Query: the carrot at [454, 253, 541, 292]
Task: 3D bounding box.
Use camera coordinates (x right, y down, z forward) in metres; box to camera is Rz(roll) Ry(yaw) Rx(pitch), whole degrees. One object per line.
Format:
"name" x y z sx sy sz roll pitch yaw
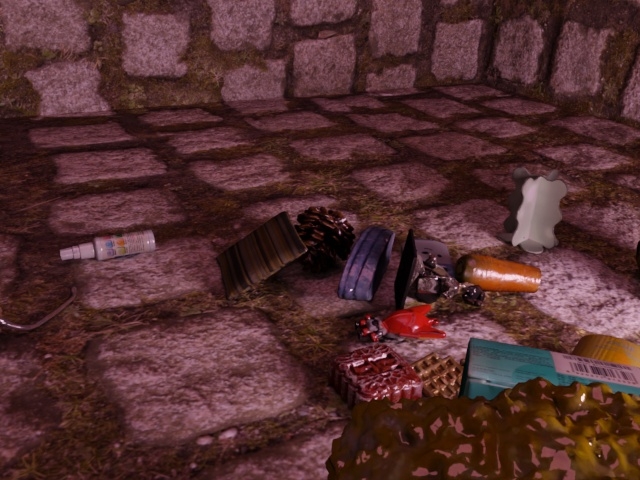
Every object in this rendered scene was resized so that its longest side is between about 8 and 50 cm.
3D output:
"carrot" 0.409 0.081 1.423 0.194 0.087 0.087 11 25 -9

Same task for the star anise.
"star anise" -0.603 0.164 1.220 0.148 0.218 0.227 -17 -29 28

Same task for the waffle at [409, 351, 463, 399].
"waffle" 0.220 0.250 1.093 0.092 0.021 0.135 -26 34 -14

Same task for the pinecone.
"pinecone" 0.000 0.000 1.476 0.174 0.173 0.173 2 26 -1

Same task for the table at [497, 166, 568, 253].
"table" 0.575 -0.089 1.653 0.167 0.198 0.166 2 26 -1

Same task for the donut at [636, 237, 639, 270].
"donut" 0.830 -0.024 1.382 0.170 0.360 0.360 12 27 13

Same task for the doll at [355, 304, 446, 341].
"doll" 0.157 0.169 1.237 0.169 0.057 0.109 0 28 -9

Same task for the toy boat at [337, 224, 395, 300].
"toy boat" 0.102 0.056 1.390 0.078 0.127 0.283 15 27 12

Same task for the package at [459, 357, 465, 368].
"package" 0.312 0.259 1.098 0.108 0.031 0.120 2 33 0

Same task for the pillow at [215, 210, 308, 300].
"pillow" -0.141 0.033 1.418 0.212 0.052 0.208 -32 32 1

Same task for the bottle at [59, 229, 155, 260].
"bottle" -0.513 0.016 1.485 0.217 0.060 0.060 -9 28 -26

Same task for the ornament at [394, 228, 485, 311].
"ornament" 0.273 0.086 1.348 0.196 0.153 0.166 12 26 -2

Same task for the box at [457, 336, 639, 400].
"box" 0.247 0.285 0.716 0.205 0.311 0.118 9 17 14

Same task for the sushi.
"sushi" 0.147 0.322 0.538 0.352 0.396 0.240 -3 28 13

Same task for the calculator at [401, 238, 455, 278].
"calculator" 0.263 0.054 1.509 0.121 0.039 0.210 2 26 2

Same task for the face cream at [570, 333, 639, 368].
"face cream" 0.479 0.259 1.054 0.139 0.067 0.285 15 30 32

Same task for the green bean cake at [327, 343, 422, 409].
"green bean cake" 0.095 0.242 1.082 0.135 0.056 0.136 -13 30 -26
